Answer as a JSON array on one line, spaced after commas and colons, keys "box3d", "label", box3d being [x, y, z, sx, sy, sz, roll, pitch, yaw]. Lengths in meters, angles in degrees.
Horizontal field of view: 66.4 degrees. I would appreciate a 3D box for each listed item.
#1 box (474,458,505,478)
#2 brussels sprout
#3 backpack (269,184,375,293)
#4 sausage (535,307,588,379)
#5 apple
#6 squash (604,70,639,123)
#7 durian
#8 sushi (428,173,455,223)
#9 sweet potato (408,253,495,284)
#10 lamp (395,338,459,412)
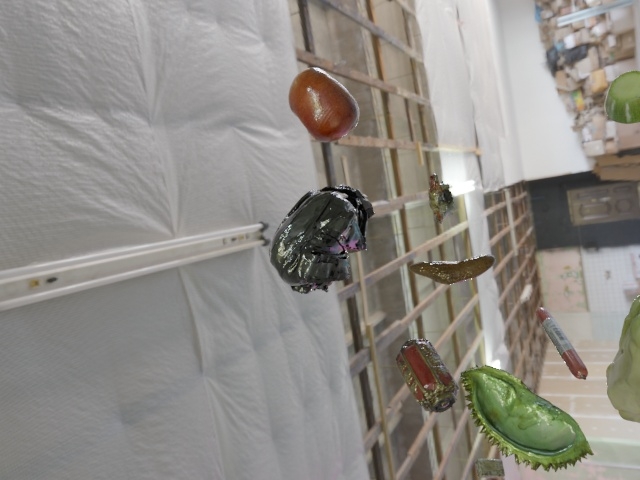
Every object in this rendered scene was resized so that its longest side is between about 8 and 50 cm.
[{"box3d": [0.627, 0.845, 1.812, 0.045, 0.098, 0.062, 100, 175, -50], "label": "box"}, {"box3d": [0.644, 0.196, 0.827, 0.273, 0.317, 0.242, 50, -153, -42], "label": "brussels sprout"}, {"box3d": [0.000, 0.000, 1.407, 0.363, 0.255, 0.446, -58, -5, 7], "label": "backpack"}, {"box3d": [0.479, 0.199, 0.980, 0.223, 0.029, 0.029, -86, -23, -63], "label": "sausage"}, {"box3d": [0.003, -0.414, 1.517, 0.235, 0.173, 0.210, 45, -171, 14], "label": "apple"}, {"box3d": [1.048, -0.489, 1.650, 0.123, 0.170, 0.170, 28, -121, -47], "label": "squash"}, {"box3d": [0.564, 0.514, 1.404, 0.198, 0.394, 0.163, -55, -26, 11], "label": "durian"}, {"box3d": [0.500, -0.170, 2.034, 0.097, 0.103, 0.226, -71, -35, -60], "label": "sushi"}, {"box3d": [0.525, 0.122, 1.945, 0.092, 0.342, 0.114, 69, -162, -45], "label": "sweet potato"}, {"box3d": [0.386, 0.489, 1.790, 0.177, 0.177, 0.274, 53, -172, -42], "label": "lamp"}]
